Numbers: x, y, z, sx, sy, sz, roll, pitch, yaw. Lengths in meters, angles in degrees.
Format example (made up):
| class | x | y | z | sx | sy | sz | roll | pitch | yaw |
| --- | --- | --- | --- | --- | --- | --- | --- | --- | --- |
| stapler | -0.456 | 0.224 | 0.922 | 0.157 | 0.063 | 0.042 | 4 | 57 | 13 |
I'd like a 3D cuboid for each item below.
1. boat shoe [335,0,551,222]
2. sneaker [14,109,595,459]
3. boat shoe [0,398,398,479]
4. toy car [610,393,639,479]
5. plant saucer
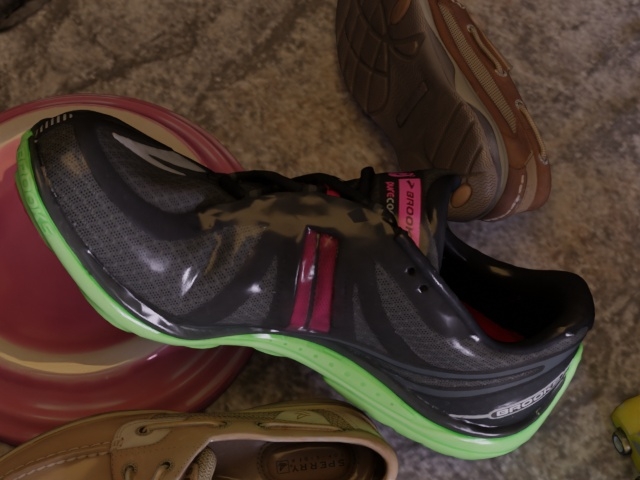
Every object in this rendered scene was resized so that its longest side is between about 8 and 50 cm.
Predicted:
| class | x | y | z | sx | sy | sz | roll | pitch | yaw |
| --- | --- | --- | --- | --- | --- | --- | --- | --- | --- |
| boat shoe | 0.108 | -0.142 | 1.391 | 0.116 | 0.123 | 0.324 | 7 | 50 | -36 |
| sneaker | 0.000 | 0.000 | 1.178 | 0.483 | 0.202 | 0.185 | 22 | 35 | -23 |
| boat shoe | -0.111 | 0.189 | 1.199 | 0.341 | 0.110 | 0.121 | -12 | 94 | -9 |
| toy car | 0.305 | 0.254 | 1.238 | 0.239 | 0.053 | 0.225 | 32 | 68 | 12 |
| plant saucer | -0.203 | 0.012 | 1.311 | 0.332 | 0.084 | 0.332 | 1 | 66 | -2 |
